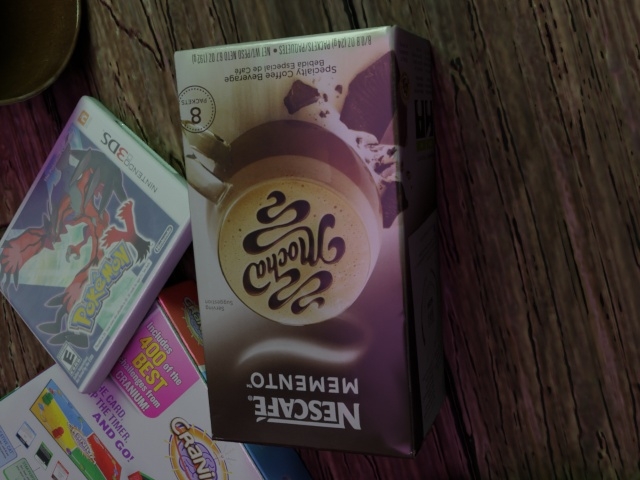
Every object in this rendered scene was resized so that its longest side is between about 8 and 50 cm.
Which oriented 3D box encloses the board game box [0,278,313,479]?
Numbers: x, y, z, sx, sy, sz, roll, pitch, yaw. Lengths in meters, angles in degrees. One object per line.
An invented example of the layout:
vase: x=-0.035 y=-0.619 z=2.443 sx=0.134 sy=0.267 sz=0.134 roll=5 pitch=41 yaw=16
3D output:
board game box: x=-0.189 y=0.218 z=0.726 sx=0.316 sy=0.064 sz=0.242 roll=-32 pitch=87 yaw=23

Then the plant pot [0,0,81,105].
plant pot: x=-0.369 y=-0.206 z=0.659 sx=0.230 sy=0.215 sz=0.216 roll=-4 pitch=98 yaw=36

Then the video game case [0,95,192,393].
video game case: x=-0.206 y=0.000 z=0.673 sx=0.183 sy=0.023 sz=0.201 roll=40 pitch=104 yaw=29

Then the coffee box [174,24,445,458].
coffee box: x=0.000 y=0.000 z=0.584 sx=0.168 sy=0.119 sz=0.298 roll=-1 pitch=99 yaw=20
